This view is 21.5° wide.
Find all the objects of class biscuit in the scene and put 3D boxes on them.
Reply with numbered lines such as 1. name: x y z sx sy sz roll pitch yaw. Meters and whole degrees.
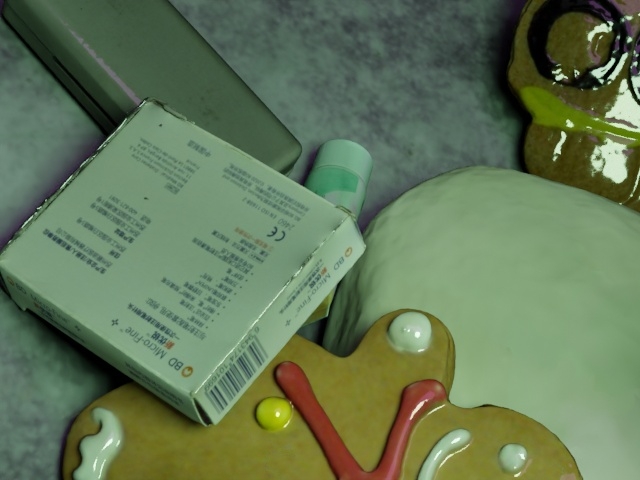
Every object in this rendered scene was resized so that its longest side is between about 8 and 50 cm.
1. biscuit: 0.263 -0.157 1.394 0.208 0.041 0.290 16 88 5
2. biscuit: 0.009 0.126 1.100 0.340 0.047 0.216 20 68 22

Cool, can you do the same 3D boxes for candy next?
1. candy: 0.182 0.128 1.212 0.386 0.186 0.427 -15 64 -27

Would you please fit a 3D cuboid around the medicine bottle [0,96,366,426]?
1. medicine bottle: -0.098 0.009 1.139 0.201 0.052 0.171 29 70 31

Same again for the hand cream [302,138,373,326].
1. hand cream: 0.000 0.000 1.266 0.047 0.076 0.174 39 47 -26

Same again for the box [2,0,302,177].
1. box: -0.128 -0.122 1.281 0.243 0.055 0.103 47 55 6
